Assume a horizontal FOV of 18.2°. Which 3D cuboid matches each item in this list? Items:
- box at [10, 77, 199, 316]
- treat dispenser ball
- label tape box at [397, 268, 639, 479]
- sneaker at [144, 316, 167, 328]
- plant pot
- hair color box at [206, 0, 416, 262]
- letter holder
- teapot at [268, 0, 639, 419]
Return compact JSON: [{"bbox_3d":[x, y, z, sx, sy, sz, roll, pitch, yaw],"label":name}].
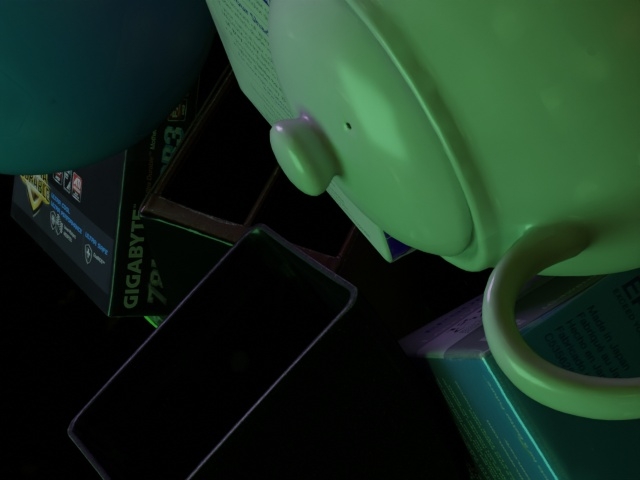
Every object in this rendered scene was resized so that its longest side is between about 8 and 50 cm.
[{"bbox_3d":[-0.195,-0.116,1.800,0.295,0.073,0.293,-141,54,-58],"label":"box"},{"bbox_3d":[-0.213,-0.191,1.461,0.288,0.288,0.288,54,169,15],"label":"treat dispenser ball"},{"bbox_3d":[0.165,0.145,1.239,0.249,0.115,0.348,58,172,-3],"label":"label tape box"},{"bbox_3d":[-0.029,0.083,1.888,0.483,0.185,0.202,54,148,8],"label":"sneaker"},{"bbox_3d":[-0.019,0.128,1.264,0.167,0.187,0.188,44,175,-24],"label":"plant pot"},{"bbox_3d":[-0.002,-0.165,1.077,0.185,0.110,0.339,50,170,37],"label":"hair color box"},{"bbox_3d":[0.000,0.000,1.518,0.152,0.214,0.302,19,151,17],"label":"letter holder"},{"bbox_3d":[0.067,-0.074,0.813,0.252,0.187,0.256,59,168,-16],"label":"teapot"}]
